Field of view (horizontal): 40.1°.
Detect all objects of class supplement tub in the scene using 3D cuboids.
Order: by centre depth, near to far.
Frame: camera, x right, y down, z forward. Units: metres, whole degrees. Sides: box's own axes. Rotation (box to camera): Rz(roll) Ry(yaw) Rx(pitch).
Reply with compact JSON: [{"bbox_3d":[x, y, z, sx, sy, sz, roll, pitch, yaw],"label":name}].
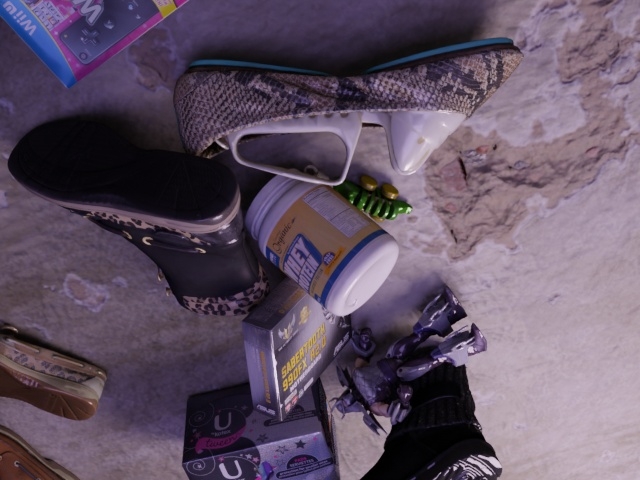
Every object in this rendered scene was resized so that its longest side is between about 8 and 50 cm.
[{"bbox_3d":[0.000,0.000,1.293,0.200,0.144,0.144,40,120,19],"label":"supplement tub"}]

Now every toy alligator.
[{"bbox_3d":[0.058,-0.068,1.352,0.190,0.051,0.056,20,119,-15],"label":"toy alligator"}]

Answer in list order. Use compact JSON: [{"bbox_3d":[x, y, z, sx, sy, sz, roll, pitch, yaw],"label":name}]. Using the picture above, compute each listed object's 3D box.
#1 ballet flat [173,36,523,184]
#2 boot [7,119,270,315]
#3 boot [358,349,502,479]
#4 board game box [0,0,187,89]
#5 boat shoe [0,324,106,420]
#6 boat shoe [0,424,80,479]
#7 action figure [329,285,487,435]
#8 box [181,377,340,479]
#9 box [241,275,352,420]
[{"bbox_3d":[0.040,-0.167,1.212,0.483,0.164,0.182,-4,85,1],"label":"ballet flat"},{"bbox_3d":[-0.253,-0.026,1.290,0.377,0.138,0.284,12,150,22],"label":"boot"},{"bbox_3d":[0.131,0.364,1.510,0.348,0.260,0.131,-32,127,9],"label":"boot"},{"bbox_3d":[-0.275,-0.371,1.112,0.303,0.097,0.224,-31,119,17],"label":"board game box"},{"bbox_3d":[-0.507,0.214,1.490,0.285,0.089,0.104,29,132,-16],"label":"boat shoe"},{"bbox_3d":[-0.574,0.431,1.604,0.307,0.104,0.111,34,115,-22],"label":"boat shoe"},{"bbox_3d":[0.131,0.206,1.475,0.285,0.185,0.099,-35,147,1],"label":"action figure"},{"bbox_3d":[-0.104,0.351,1.546,0.247,0.163,0.142,-15,124,6],"label":"box"},{"bbox_3d":[-0.030,0.141,1.384,0.056,0.231,0.183,15,127,26],"label":"box"}]
